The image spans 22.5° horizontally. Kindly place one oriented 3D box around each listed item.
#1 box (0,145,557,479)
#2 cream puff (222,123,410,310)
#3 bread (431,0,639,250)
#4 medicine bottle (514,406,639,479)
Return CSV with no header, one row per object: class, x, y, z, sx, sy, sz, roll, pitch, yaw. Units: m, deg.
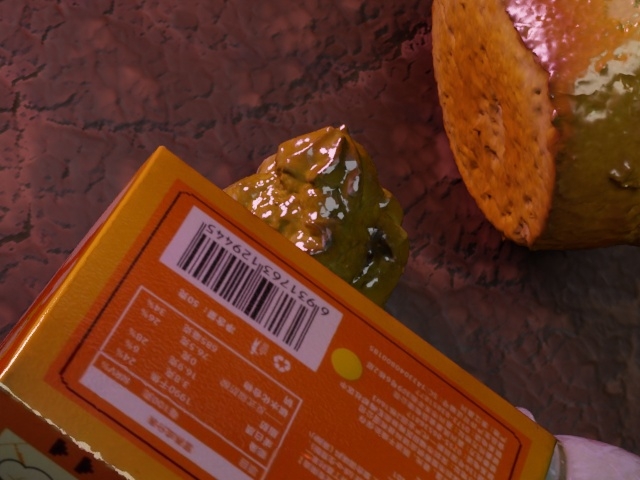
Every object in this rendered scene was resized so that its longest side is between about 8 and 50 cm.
box,-0.072,0.157,0.888,0.283,0.259,0.214,37,41,-7
cream puff,0.000,0.000,1.067,0.146,0.116,0.146,7,70,-21
bread,0.170,-0.110,1.096,0.146,0.268,0.268,-11,80,-13
medicine bottle,0.155,0.198,1.054,0.143,0.147,0.147,24,69,-12
